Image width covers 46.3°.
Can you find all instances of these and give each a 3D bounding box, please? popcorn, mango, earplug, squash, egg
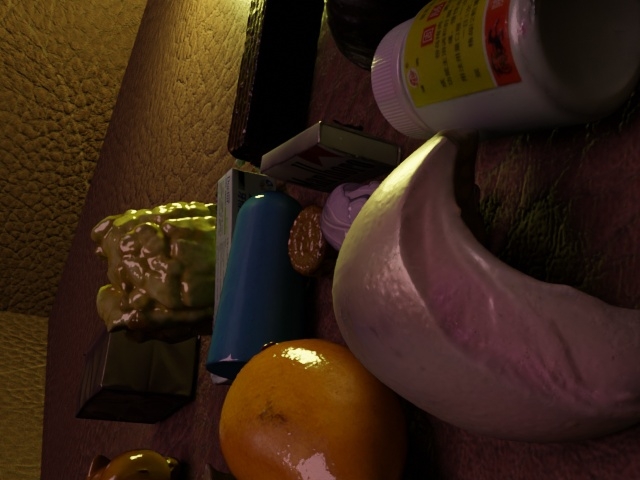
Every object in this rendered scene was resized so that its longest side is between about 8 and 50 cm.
[{"bbox_3d":[-0.261,0.058,1.294,0.293,0.293,0.237,-26,74,59],"label":"popcorn"},{"bbox_3d":[0.002,0.197,0.776,0.257,0.187,0.138,15,129,57],"label":"mango"},{"bbox_3d":[-0.078,0.056,1.062,0.132,0.132,0.273,-34,45,55],"label":"earplug"},{"bbox_3d":[0.085,-0.275,0.806,0.156,0.193,0.193,51,132,19],"label":"squash"},{"bbox_3d":[0.099,0.053,0.582,0.271,0.162,0.206,64,150,32],"label":"egg"}]

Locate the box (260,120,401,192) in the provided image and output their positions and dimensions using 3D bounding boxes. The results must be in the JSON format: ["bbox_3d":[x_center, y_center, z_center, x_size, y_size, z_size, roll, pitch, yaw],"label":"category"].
[{"bbox_3d":[0.008,-0.101,0.957,0.177,0.115,0.035,-15,64,63],"label":"box"}]

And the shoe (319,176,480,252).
[{"bbox_3d":[0.084,-0.033,0.808,0.137,0.095,0.245,-66,31,15],"label":"shoe"}]

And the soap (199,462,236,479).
[{"bbox_3d":[-0.145,0.455,1.068,0.135,0.076,0.233,-59,30,34],"label":"soap"}]

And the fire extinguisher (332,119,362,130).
[{"bbox_3d":[0.010,-0.146,1.063,0.056,0.039,0.132,-47,22,-13],"label":"fire extinguisher"}]

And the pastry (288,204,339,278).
[{"bbox_3d":[0.000,0.000,0.996,0.109,0.057,0.097,-54,36,42],"label":"pastry"}]

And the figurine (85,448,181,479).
[{"bbox_3d":[-0.359,0.478,1.378,0.228,0.215,0.215,-9,71,49],"label":"figurine"}]

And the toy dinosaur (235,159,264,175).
[{"bbox_3d":[-0.092,-0.158,1.283,0.106,0.044,0.187,25,93,57],"label":"toy dinosaur"}]

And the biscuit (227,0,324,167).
[{"bbox_3d":[-0.064,-0.308,1.210,0.073,0.107,0.388,-7,73,60],"label":"biscuit"}]

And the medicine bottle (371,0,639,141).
[{"bbox_3d":[0.153,-0.159,0.654,0.225,0.139,0.139,1,80,63],"label":"medicine bottle"}]

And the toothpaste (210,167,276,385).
[{"bbox_3d":[-0.118,0.055,1.165,0.067,0.081,0.336,-31,55,56],"label":"toothpaste"}]

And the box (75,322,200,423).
[{"bbox_3d":[-0.366,0.263,1.485,0.252,0.188,0.153,-38,46,50],"label":"box"}]
